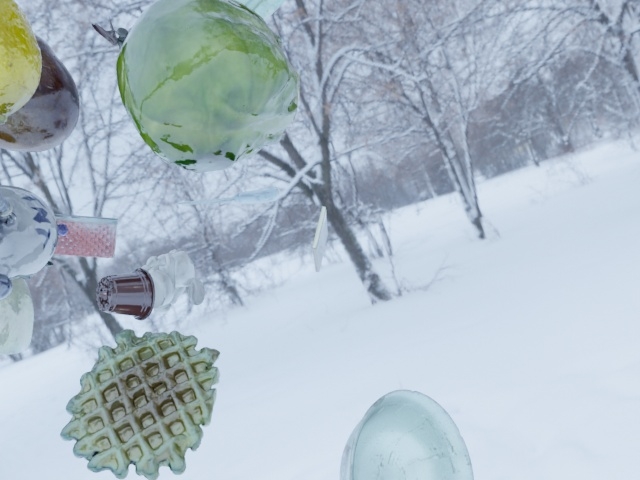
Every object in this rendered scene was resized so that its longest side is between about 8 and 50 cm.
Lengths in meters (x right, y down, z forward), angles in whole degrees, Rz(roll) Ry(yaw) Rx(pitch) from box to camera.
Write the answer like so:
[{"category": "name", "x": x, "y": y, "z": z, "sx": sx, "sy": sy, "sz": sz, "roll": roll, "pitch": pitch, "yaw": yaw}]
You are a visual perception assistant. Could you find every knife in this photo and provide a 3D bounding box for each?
[{"category": "knife", "x": -0.296, "y": -0.129, "z": 1.826, "sx": 0.331, "sy": 0.044, "sz": 0.080, "roll": -6, "pitch": 15, "yaw": 4}]

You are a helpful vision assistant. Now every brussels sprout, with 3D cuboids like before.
[{"category": "brussels sprout", "x": -0.134, "y": -0.199, "z": 0.757, "sx": 0.271, "sy": 0.210, "sz": 0.219, "roll": -5, "pitch": -38, "yaw": -54}]

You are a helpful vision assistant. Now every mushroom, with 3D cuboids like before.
[{"category": "mushroom", "x": -0.827, "y": -0.411, "z": 1.555, "sx": 0.345, "sy": 0.345, "sz": 0.239, "roll": -21, "pitch": -14, "yaw": -38}]

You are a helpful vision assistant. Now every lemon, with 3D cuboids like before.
[{"category": "lemon", "x": -0.690, "y": -0.384, "z": 1.136, "sx": 0.245, "sy": 0.320, "sz": 0.245, "roll": -16, "pitch": 8, "yaw": 2}]

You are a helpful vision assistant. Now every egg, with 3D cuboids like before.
[{"category": "egg", "x": -0.875, "y": 0.133, "z": 1.472, "sx": 0.201, "sy": 0.336, "sz": 0.337, "roll": -63, "pitch": -3, "yaw": 5}]

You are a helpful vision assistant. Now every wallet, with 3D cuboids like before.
[{"category": "wallet", "x": -0.590, "y": -0.011, "z": 1.379, "sx": 0.196, "sy": 0.103, "sz": 0.020, "roll": 4, "pitch": 16, "yaw": -18}]

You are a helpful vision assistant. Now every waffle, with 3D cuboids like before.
[{"category": "waffle", "x": -0.352, "y": 0.318, "z": 1.156, "sx": 0.291, "sy": 0.309, "sz": 0.056, "roll": 7, "pitch": -36, "yaw": 9}]

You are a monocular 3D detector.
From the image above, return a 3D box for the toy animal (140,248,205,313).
[{"category": "toy animal", "x": -0.445, "y": 0.124, "z": 1.696, "sx": 0.127, "sy": 0.179, "sz": 0.193, "roll": -8, "pitch": 7, "yaw": 25}]

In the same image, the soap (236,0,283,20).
[{"category": "soap", "x": -0.128, "y": -0.689, "z": 1.387, "sx": 0.346, "sy": 0.208, "sz": 0.115, "roll": -35, "pitch": 21, "yaw": 30}]

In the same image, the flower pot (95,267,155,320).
[{"category": "flower pot", "x": -0.405, "y": 0.111, "z": 1.182, "sx": 0.111, "sy": 0.111, "sz": 0.089, "roll": -20, "pitch": -16, "yaw": 41}]

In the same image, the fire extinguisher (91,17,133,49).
[{"category": "fire extinguisher", "x": -0.472, "y": -0.531, "z": 1.534, "sx": 0.252, "sy": 0.106, "sz": 0.075, "roll": -7, "pitch": -48, "yaw": -37}]

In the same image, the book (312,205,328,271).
[{"category": "book", "x": 0.000, "y": 0.000, "z": 1.734, "sx": 0.016, "sy": 0.139, "sz": 0.199, "roll": 11, "pitch": -22, "yaw": 7}]

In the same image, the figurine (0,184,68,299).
[{"category": "figurine", "x": -0.628, "y": -0.021, "z": 1.065, "sx": 0.186, "sy": 0.261, "sz": 0.382, "roll": -4, "pitch": -7, "yaw": 5}]

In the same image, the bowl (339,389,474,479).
[{"category": "bowl", "x": 0.187, "y": 0.624, "z": 1.513, "sx": 0.434, "sy": 0.435, "sz": 0.196, "roll": -21, "pitch": -5, "yaw": -41}]
